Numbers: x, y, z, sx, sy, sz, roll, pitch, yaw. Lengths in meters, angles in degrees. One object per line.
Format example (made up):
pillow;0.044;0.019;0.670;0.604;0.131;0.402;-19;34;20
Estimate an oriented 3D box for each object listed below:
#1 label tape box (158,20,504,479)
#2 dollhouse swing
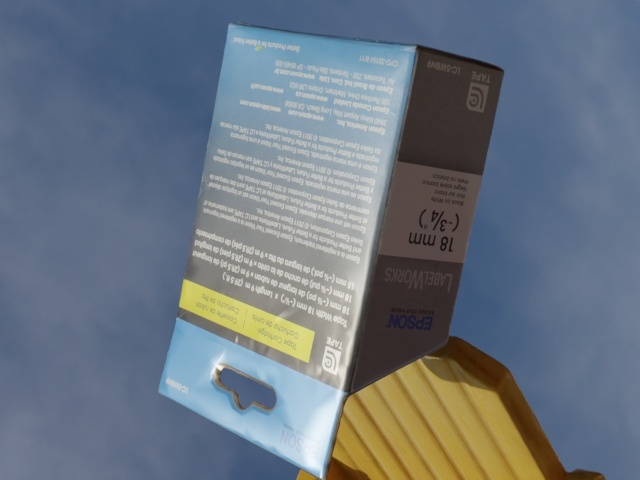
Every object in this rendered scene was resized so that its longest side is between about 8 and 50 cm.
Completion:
label tape box;0.000;0.000;1.076;0.106;0.240;0.334;6;-82;-41
dollhouse swing;0.066;0.287;1.262;0.305;0.346;0.315;42;-117;-42
